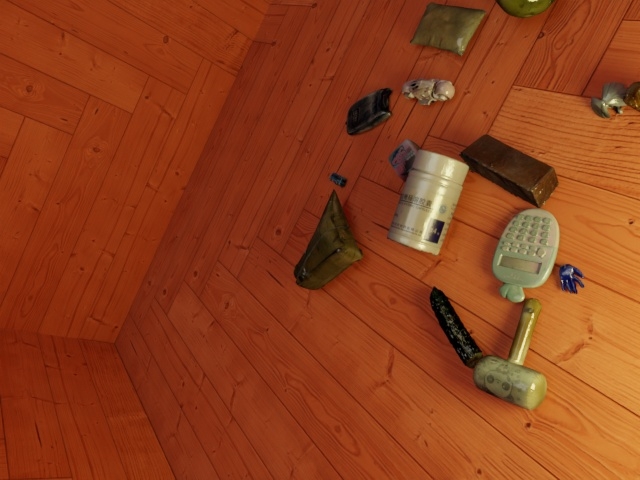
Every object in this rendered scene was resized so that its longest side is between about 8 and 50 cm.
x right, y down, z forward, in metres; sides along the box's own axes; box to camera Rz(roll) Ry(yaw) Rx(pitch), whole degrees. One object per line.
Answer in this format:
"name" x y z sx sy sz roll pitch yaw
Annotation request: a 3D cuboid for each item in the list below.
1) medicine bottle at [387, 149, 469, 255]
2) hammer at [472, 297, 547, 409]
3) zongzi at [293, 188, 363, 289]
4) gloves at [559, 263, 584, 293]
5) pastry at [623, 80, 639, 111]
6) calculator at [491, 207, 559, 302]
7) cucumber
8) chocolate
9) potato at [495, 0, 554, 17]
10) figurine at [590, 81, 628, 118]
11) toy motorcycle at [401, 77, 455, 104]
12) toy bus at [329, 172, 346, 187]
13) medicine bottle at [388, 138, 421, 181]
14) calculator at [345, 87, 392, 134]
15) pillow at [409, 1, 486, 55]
"medicine bottle" 0.368 -0.133 1.712 0.189 0.189 0.333 24 98 49
"hammer" 0.567 0.306 1.418 0.201 0.113 0.306 14 76 46
"zongzi" 0.000 0.000 2.096 0.322 0.159 0.361 -37 51 30
"gloves" 0.703 0.107 1.396 0.064 0.026 0.086 -20 60 39
"pastry" 0.877 -0.365 1.313 0.081 0.153 0.153 -56 42 27
"calculator" 0.616 0.044 1.506 0.184 0.042 0.296 15 83 49
"cucumber" 0.422 0.268 1.604 0.072 0.072 0.300 -47 44 23
"chocolate" 0.595 -0.232 1.587 0.112 0.112 0.321 -46 42 2
"potato" 0.685 -0.893 1.691 0.215 0.215 0.305 -24 60 39
"figurine" 0.837 -0.402 1.436 0.086 0.082 0.095 -37 74 11
"toy motorcycle" 0.407 -0.590 1.940 0.254 0.112 0.113 25 93 50
"toy bus" 0.079 -0.269 2.215 0.083 0.038 0.046 36 99 47
"medicine bottle" 0.349 -0.278 1.884 0.119 0.094 0.188 -45 46 24
"calculator" 0.206 -0.565 2.205 0.268 0.040 0.177 -20 58 46
"pillow" 0.492 -0.841 1.977 0.302 0.074 0.185 39 106 45
